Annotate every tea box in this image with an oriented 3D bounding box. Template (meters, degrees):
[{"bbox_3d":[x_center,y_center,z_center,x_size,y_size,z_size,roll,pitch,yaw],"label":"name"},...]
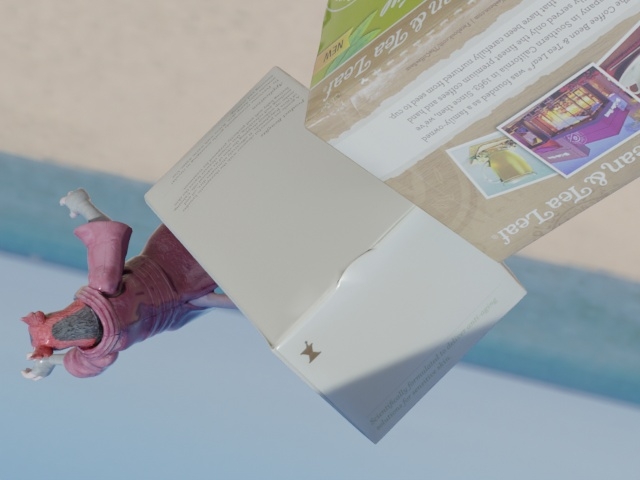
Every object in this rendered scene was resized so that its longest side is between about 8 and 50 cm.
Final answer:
[{"bbox_3d":[0.189,-0.218,1.354,0.220,0.324,0.329,33,133,-25],"label":"tea box"}]

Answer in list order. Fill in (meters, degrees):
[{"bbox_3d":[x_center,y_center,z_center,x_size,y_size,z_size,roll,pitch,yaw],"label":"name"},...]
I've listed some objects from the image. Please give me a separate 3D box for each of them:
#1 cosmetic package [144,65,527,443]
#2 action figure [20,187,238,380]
[{"bbox_3d":[0.000,0.000,1.591,0.155,0.197,0.365,46,180,-33],"label":"cosmetic package"},{"bbox_3d":[-0.214,0.083,2.145,0.275,0.248,0.370,23,-147,28],"label":"action figure"}]
